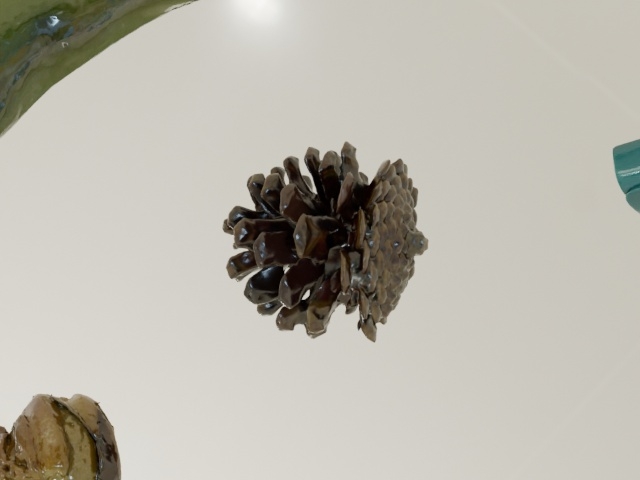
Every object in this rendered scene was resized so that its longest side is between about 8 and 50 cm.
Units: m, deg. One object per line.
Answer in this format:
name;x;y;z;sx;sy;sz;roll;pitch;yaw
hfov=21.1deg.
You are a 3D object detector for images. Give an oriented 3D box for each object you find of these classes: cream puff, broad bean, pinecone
cream puff;-0.207;0.182;1.318;0.104;0.133;0.119;6;-178;-26
broad bean;-0.155;-0.102;0.915;0.067;0.325;0.075;47;159;39
pinecone;0.001;0.006;2.110;0.264;0.264;0.264;35;-159;-15

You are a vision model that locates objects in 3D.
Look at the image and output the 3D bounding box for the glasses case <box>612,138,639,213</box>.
glasses case;0.433;-0.084;1.615;0.117;0.301;0.070;22;-119;-46
